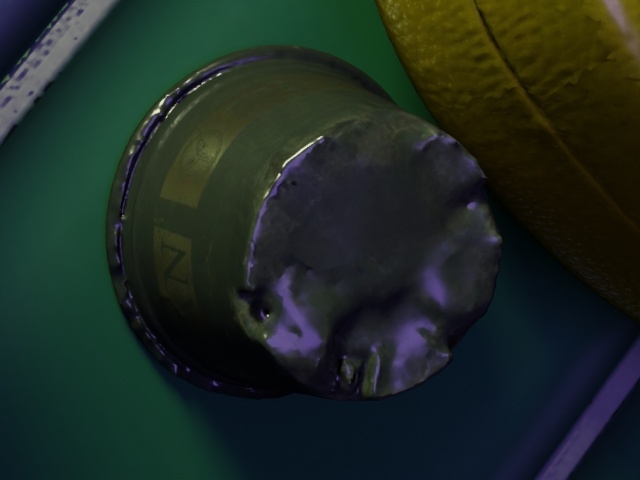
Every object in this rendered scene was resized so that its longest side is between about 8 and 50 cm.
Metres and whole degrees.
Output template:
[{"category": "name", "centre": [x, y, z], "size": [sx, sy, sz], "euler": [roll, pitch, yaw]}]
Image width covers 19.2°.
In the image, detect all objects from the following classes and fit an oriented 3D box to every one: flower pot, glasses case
[{"category": "flower pot", "centre": [0.000, 0.000, 0.788], "size": [0.157, 0.107, 0.157], "euler": [-5, 101, -25]}, {"category": "glasses case", "centre": [0.163, -0.064, 0.838], "size": [0.371, 0.141, 0.173], "euler": [40, 55, -27]}]
